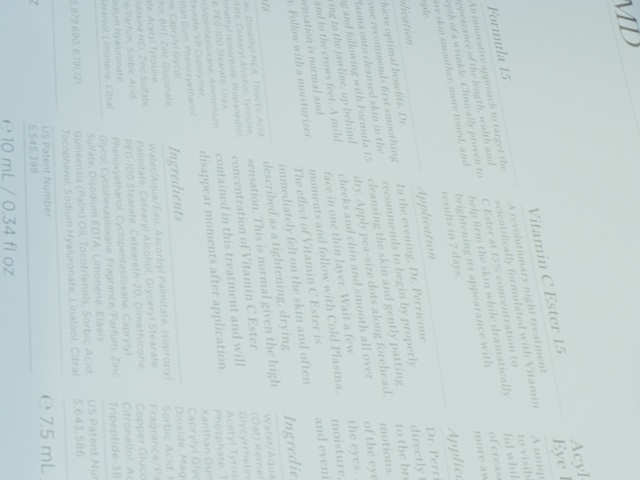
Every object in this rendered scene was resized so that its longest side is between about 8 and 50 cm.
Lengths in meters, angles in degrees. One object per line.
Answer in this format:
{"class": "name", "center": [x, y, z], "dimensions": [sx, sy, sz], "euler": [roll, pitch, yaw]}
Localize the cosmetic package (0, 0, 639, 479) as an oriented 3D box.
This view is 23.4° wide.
{"class": "cosmetic package", "center": [0.000, 0.000, 0.507], "dimensions": [0.284, 0.097, 0.377], "euler": [7, 59, -25]}
